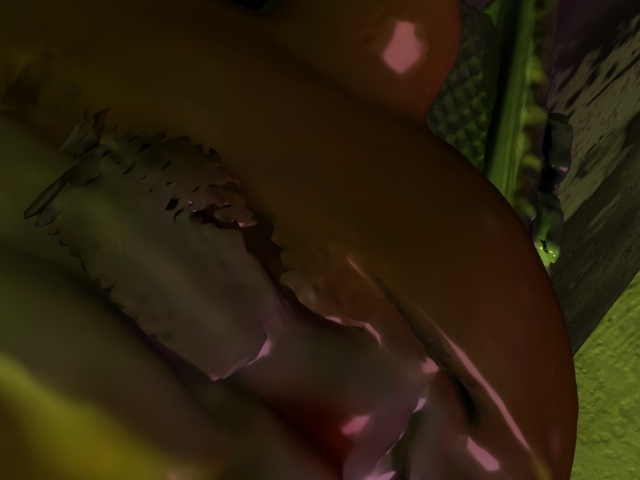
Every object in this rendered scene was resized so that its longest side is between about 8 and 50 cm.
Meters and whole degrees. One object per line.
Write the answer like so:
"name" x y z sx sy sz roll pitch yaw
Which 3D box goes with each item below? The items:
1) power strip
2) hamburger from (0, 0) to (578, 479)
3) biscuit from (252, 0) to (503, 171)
"power strip" 0.081 -0.011 0.803 0.213 0.065 0.198 138 -34 -64
"hamburger" -0.048 0.036 0.482 0.237 0.276 0.276 -54 167 -23
"biscuit" 0.000 0.000 0.680 0.150 0.052 0.252 23 74 -38
